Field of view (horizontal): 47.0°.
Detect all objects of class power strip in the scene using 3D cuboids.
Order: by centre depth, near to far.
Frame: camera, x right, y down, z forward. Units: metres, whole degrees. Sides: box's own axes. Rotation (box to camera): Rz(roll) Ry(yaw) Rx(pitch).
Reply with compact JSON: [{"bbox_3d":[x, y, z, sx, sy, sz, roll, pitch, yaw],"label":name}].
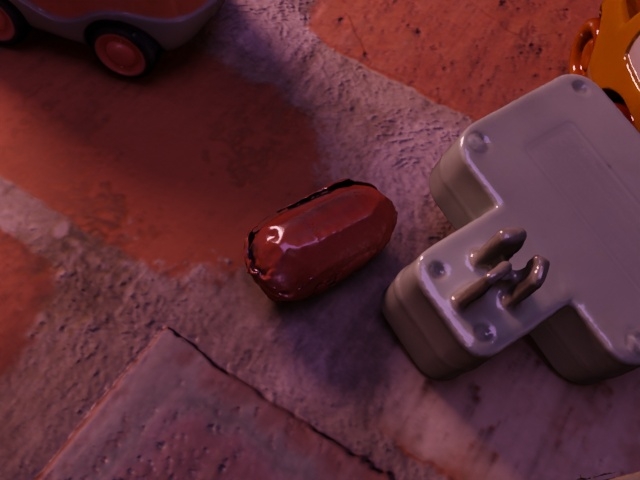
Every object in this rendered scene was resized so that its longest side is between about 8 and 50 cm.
[{"bbox_3d":[0.184,-0.001,0.581,0.261,0.141,0.229,-29,76,-23],"label":"power strip"}]

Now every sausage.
[{"bbox_3d":[0.000,0.000,0.608,0.141,0.076,0.076,-30,65,-27],"label":"sausage"}]

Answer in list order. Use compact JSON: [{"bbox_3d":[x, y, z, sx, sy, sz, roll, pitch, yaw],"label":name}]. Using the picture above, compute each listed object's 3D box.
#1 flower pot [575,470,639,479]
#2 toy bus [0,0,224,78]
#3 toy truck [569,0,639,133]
[{"bbox_3d":[0.174,0.276,0.359,0.290,0.290,0.259,-9,45,-14],"label":"flower pot"},{"bbox_3d":[-0.222,-0.307,0.688,0.287,0.232,0.194,18,58,1],"label":"toy bus"},{"bbox_3d":[0.368,-0.180,0.701,0.204,0.212,0.288,6,52,-3],"label":"toy truck"}]
